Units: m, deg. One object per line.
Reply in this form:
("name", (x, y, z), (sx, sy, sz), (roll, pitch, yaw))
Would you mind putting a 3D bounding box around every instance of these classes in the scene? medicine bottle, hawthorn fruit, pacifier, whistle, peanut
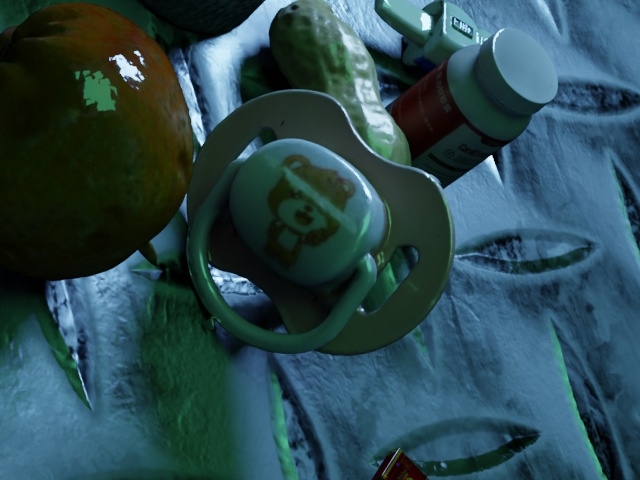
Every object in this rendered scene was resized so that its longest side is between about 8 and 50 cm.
("medicine bottle", (0.171, -0.155, 2.069), (0.131, 0.250, 0.131), (21, 53, -30))
("hawthorn fruit", (-0.244, -0.078, 1.666), (0.298, 0.277, 0.277), (56, 39, -27))
("pacifier", (0.002, -0.018, 1.861), (0.332, 0.220, 0.273), (40, 39, 19))
("whistle", (0.167, -0.265, 2.252), (0.244, 0.092, 0.110), (25, 52, -29))
("peanut", (0.020, -0.171, 2.046), (0.130, 0.130, 0.290), (1, 61, -41))

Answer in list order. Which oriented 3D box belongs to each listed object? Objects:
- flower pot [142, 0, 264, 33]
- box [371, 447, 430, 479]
("flower pot", (-0.077, -0.406, 1.990), (0.299, 0.283, 0.299), (22, 51, -29))
("box", (0.100, 0.283, 1.898), (0.082, 0.023, 0.051), (46, 43, -8))
